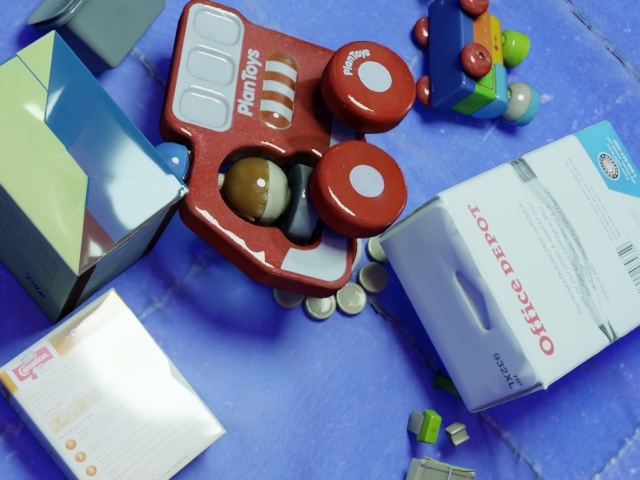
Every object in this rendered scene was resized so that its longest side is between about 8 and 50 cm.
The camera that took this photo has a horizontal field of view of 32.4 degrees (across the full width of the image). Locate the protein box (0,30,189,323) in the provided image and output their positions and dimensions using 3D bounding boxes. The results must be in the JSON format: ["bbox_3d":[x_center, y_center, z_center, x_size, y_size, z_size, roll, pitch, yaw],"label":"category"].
[{"bbox_3d":[-0.259,-0.054,1.074,0.136,0.201,0.200,-40,89,-25],"label":"protein box"}]

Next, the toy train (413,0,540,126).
[{"bbox_3d":[0.200,-0.263,1.367,0.143,0.105,0.248,18,60,-30],"label":"toy train"}]

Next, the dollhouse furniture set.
[{"bbox_3d":[0.132,0.229,1.220,0.076,0.058,0.152,17,88,-21],"label":"dollhouse furniture set"}]

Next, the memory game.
[{"bbox_3d":[0.000,0.000,1.252,0.186,0.012,0.186,6,71,-18],"label":"memory game"}]

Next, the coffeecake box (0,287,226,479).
[{"bbox_3d":[-0.210,0.165,1.095,0.142,0.068,0.185,-37,88,-25],"label":"coffeecake box"}]

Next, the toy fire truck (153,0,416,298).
[{"bbox_3d":[-0.052,-0.095,1.153,0.254,0.169,0.302,15,61,-15],"label":"toy fire truck"}]

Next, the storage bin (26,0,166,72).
[{"bbox_3d":[-0.242,-0.252,1.212,0.091,0.098,0.135,49,61,-30],"label":"storage bin"}]

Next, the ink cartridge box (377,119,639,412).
[{"bbox_3d":[0.248,0.023,1.233,0.307,0.129,0.223,-23,83,-38],"label":"ink cartridge box"}]
